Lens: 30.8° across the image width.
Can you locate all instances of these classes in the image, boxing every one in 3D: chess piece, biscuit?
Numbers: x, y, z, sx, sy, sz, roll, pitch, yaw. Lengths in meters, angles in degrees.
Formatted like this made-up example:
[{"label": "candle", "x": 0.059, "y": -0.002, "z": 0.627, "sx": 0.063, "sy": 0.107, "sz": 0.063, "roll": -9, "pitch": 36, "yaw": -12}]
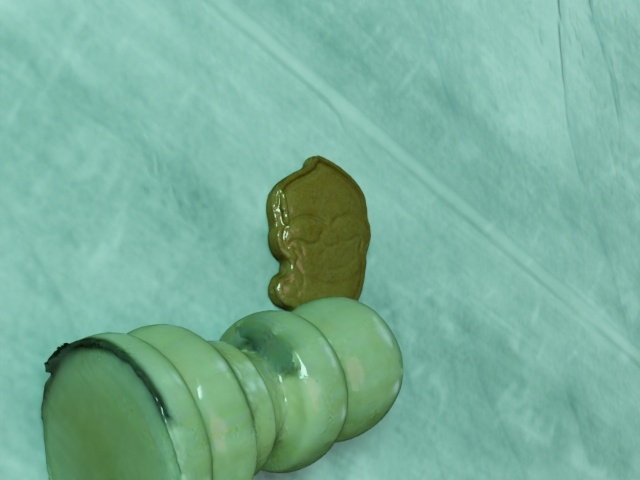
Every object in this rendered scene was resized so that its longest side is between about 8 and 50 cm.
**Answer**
[{"label": "chess piece", "x": -0.043, "y": 0.105, "z": 0.777, "sx": 0.260, "sy": 0.142, "sz": 0.143, "roll": -15, "pitch": 95, "yaw": -46}, {"label": "biscuit", "x": 0.000, "y": 0.000, "z": 0.898, "sx": 0.102, "sy": 0.019, "sz": 0.131, "roll": 13, "pitch": 76, "yaw": -41}]
